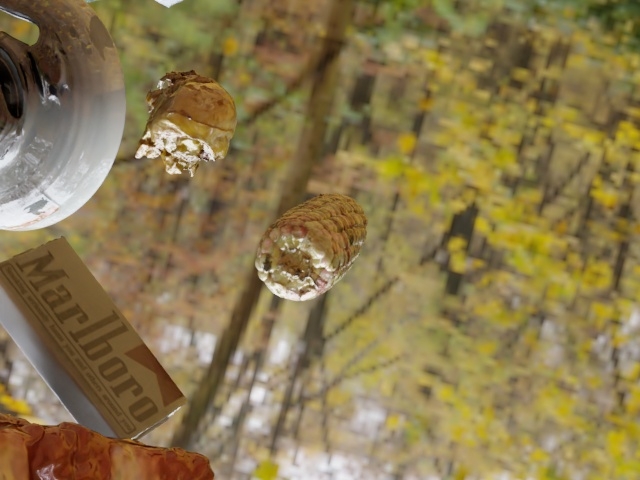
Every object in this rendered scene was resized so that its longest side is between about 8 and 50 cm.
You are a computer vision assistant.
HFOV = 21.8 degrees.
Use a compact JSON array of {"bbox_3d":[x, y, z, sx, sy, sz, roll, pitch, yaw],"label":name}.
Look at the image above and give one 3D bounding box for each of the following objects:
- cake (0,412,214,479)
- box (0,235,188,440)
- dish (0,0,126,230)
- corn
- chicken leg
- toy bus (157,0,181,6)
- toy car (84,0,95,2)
[{"bbox_3d":[-0.256,0.257,1.129,0.269,0.270,0.319,-7,166,29],"label":"cake"},{"bbox_3d":[-0.193,0.084,1.344,0.177,0.036,0.115,52,-156,5],"label":"box"},{"bbox_3d":[-0.350,-0.146,1.722,0.273,0.273,0.134,18,-172,22],"label":"dish"},{"bbox_3d":[0.000,0.000,1.628,0.086,0.086,0.253,15,-168,9],"label":"corn"},{"bbox_3d":[-0.137,-0.127,1.690,0.085,0.101,0.207,22,-166,-16],"label":"chicken leg"},{"bbox_3d":[-0.125,-0.303,1.746,0.065,0.047,0.166,24,144,-36],"label":"toy bus"},{"bbox_3d":[-0.308,-0.453,2.041,0.097,0.321,0.141,-5,-168,41],"label":"toy car"}]
